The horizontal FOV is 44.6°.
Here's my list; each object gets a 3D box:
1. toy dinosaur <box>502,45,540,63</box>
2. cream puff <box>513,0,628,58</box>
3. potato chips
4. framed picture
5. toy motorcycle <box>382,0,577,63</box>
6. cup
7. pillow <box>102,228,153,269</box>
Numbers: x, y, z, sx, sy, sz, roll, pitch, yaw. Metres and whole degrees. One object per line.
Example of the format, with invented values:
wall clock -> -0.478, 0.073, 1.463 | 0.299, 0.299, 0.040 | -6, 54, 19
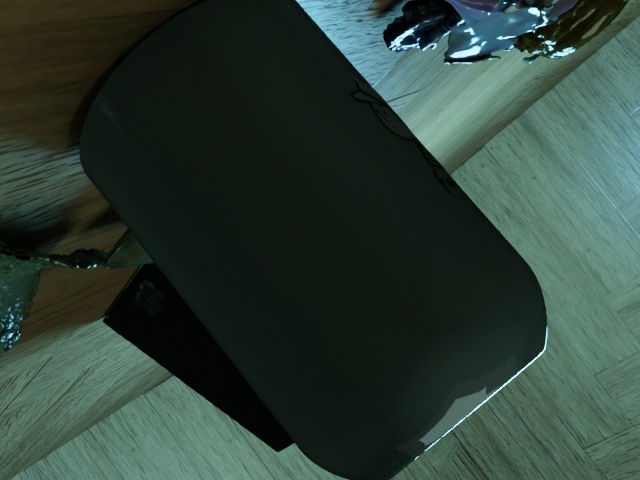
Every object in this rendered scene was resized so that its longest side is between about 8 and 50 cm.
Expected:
toy dinosaur -> 0.452, -0.396, 1.384 | 0.294, 0.077, 0.162 | -36, 174, -2
cream puff -> 0.295, -0.303, 0.952 | 0.165, 0.115, 0.150 | -46, -158, 13
potato chips -> -0.269, 0.045, 0.671 | 0.228, 0.059, 0.167 | -35, 170, 39
framed picture -> -0.132, 0.163, 1.091 | 0.255, 0.339, 0.014 | -44, -170, 48
toy motorcycle -> 0.196, -0.260, 0.771 | 0.239, 0.108, 0.204 | -34, 173, -28
cup -> 0.000, 0.000, 0.554 | 0.205, 0.312, 0.205 | -37, 164, -12
pillow -> -0.095, -0.052, 0.852 | 0.185, 0.075, 0.302 | -45, 170, 21
